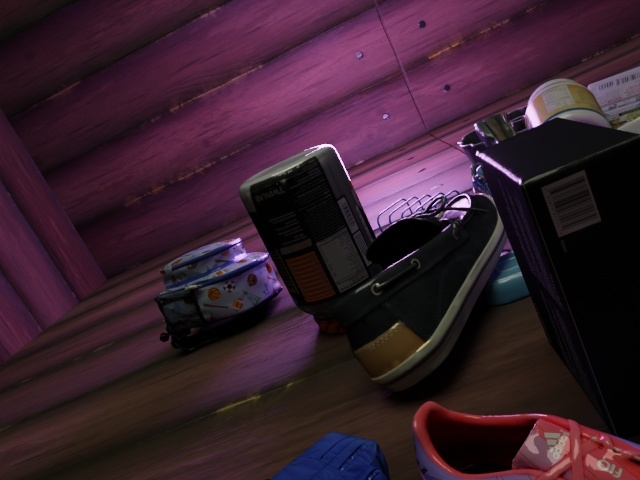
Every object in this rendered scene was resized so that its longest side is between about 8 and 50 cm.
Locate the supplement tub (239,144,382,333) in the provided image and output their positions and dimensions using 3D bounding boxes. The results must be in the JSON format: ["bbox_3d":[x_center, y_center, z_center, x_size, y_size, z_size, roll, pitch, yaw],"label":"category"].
[{"bbox_3d":[0.000,0.000,0.939,0.194,0.315,0.193,-23,14,6],"label":"supplement tub"}]

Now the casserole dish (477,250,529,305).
[{"bbox_3d":[0.324,0.042,0.795,0.189,0.036,0.114,-23,14,9],"label":"casserole dish"}]

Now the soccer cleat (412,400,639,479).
[{"bbox_3d":[0.201,0.179,0.343,0.318,0.116,0.109,-11,20,47],"label":"soccer cleat"}]

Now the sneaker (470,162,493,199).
[{"bbox_3d":[0.373,-0.113,1.083,0.104,0.125,0.262,-26,14,6],"label":"sneaker"}]

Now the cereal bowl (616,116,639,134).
[{"bbox_3d":[0.495,-0.065,0.629,0.339,0.141,0.339,-27,19,10],"label":"cereal bowl"}]

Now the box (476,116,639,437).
[{"bbox_3d":[0.262,0.023,0.505,0.103,0.261,0.184,-24,15,9],"label":"box"}]

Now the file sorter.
[{"bbox_3d":[0.226,-0.037,1.115,0.118,0.104,0.170,-35,17,-31],"label":"file sorter"}]

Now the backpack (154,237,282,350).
[{"bbox_3d":[-0.238,0.106,1.240,0.264,0.213,0.276,-10,15,17],"label":"backpack"}]

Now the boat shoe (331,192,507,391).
[{"bbox_3d":[0.171,0.024,0.816,0.187,0.156,0.500,-45,-1,41],"label":"boat shoe"}]

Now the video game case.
[{"bbox_3d":[0.723,-0.279,1.029,0.329,0.036,0.299,-14,42,39],"label":"video game case"}]

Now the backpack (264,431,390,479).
[{"bbox_3d":[0.022,0.246,0.475,0.101,0.097,0.120,-3,12,37],"label":"backpack"}]

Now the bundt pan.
[{"bbox_3d":[0.545,-0.268,1.351,0.331,0.124,0.331,-24,15,7],"label":"bundt pan"}]

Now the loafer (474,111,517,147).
[{"bbox_3d":[0.440,-0.202,1.132,0.084,0.096,0.267,-33,48,11],"label":"loafer"}]

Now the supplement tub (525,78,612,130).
[{"bbox_3d":[0.511,-0.242,1.064,0.145,0.144,0.199,-19,33,26],"label":"supplement tub"}]
